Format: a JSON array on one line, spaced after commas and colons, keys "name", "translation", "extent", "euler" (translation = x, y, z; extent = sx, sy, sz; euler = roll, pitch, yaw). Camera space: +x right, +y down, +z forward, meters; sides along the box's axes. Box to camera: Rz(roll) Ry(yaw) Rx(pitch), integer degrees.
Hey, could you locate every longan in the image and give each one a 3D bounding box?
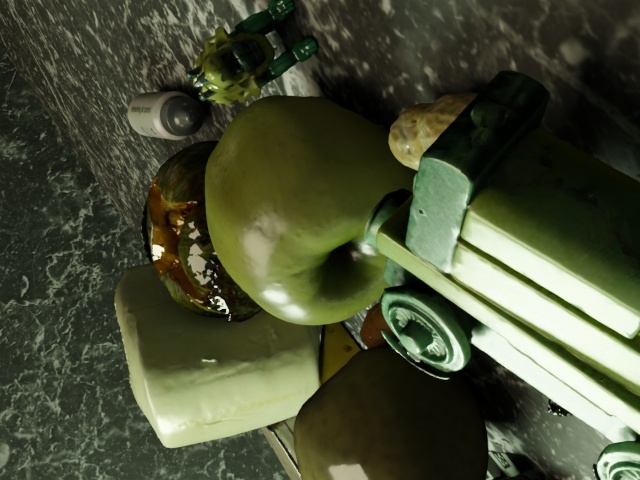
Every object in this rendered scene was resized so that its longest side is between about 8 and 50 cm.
[{"name": "longan", "translation": [0.098, 0.288, 1.226], "extent": [0.288, 0.288, 0.350], "euler": [57, 171, -3]}]

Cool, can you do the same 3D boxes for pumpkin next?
[{"name": "pumpkin", "translation": [-0.180, -0.020, 1.483], "extent": [0.320, 0.192, 0.321], "euler": [30, 125, 54]}]

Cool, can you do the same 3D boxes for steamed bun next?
[{"name": "steamed bun", "translation": [-0.194, 0.213, 1.694], "extent": [0.456, 0.371, 0.290], "euler": [-125, 29, -63]}]

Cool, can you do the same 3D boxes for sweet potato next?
[{"name": "sweet potato", "translation": [0.101, 0.115, 1.272], "extent": [0.072, 0.066, 0.314], "euler": [34, 159, 4]}]

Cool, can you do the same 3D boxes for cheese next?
[{"name": "cheese", "translation": [0.036, 0.213, 1.633], "extent": [0.093, 0.126, 0.171], "euler": [94, 162, -68]}]

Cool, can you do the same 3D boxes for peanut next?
[{"name": "peanut", "translation": [0.117, -0.098, 0.803], "extent": [0.080, 0.080, 0.174], "euler": [61, 162, -15]}]

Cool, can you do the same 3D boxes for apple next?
[{"name": "apple", "translation": [-0.013, -0.037, 1.034], "extent": [0.279, 0.279, 0.279], "euler": [49, 162, 22]}]

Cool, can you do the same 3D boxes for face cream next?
[{"name": "face cream", "translation": [-0.285, -0.235, 1.636], "extent": [0.311, 0.092, 0.092], "euler": [19, 140, 63]}]

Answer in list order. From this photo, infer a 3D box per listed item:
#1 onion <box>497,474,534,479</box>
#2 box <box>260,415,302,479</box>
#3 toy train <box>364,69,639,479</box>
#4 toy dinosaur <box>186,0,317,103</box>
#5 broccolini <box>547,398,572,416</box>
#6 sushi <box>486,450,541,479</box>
[{"name": "onion", "translation": [0.271, 0.408, 1.184], "extent": [0.206, 0.098, 0.151], "euler": [-30, 83, 52]}, {"name": "box", "translation": [0.002, 0.480, 2.007], "extent": [0.297, 0.190, 0.225], "euler": [61, 163, -10]}, {"name": "toy train", "translation": [0.203, 0.050, 0.643], "extent": [0.397, 0.160, 0.253], "euler": [35, 153, 20]}, {"name": "toy dinosaur", "translation": [-0.099, -0.219, 1.082], "extent": [0.094, 0.153, 0.259], "euler": [61, 171, -9]}, {"name": "broccolini", "translation": [0.231, 0.094, 0.936], "extent": [0.074, 0.058, 0.201], "euler": [104, 147, -49]}, {"name": "sushi", "translation": [0.309, 0.475, 1.353], "extent": [0.320, 0.068, 0.339], "euler": [56, 163, 0]}]
